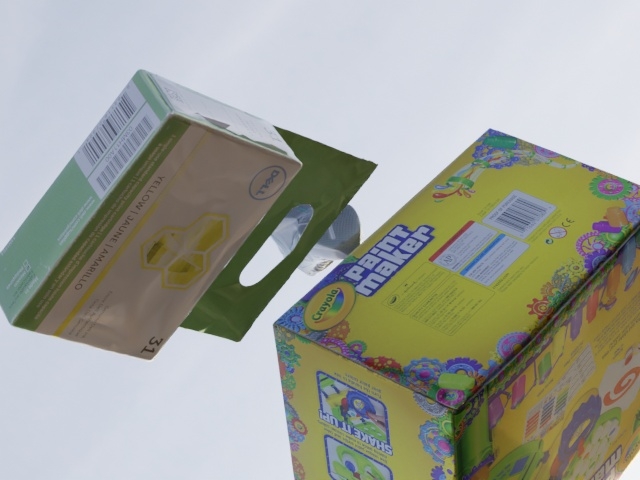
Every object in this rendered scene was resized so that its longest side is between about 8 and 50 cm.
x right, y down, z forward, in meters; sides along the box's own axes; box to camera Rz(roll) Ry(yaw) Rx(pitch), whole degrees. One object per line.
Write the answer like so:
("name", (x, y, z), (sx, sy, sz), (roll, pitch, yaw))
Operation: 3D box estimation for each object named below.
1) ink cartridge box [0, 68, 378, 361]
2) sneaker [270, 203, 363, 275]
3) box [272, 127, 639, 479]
("ink cartridge box", (-0.072, 0.000, 1.235), (0.235, 0.056, 0.171), (20, -65, -46))
("sneaker", (0.000, 0.000, 1.660), (0.053, 0.152, 0.061), (-29, -69, -18))
("box", (0.130, 0.117, 1.583), (0.290, 0.177, 0.279), (-41, -39, -35))
